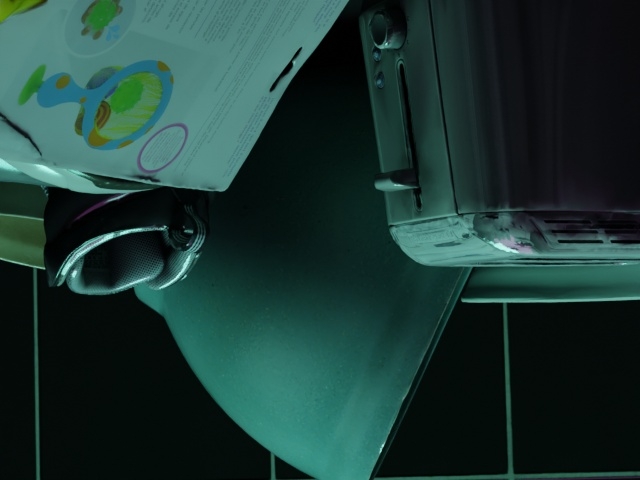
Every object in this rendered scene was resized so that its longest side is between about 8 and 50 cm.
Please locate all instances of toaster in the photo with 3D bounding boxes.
[{"bbox_3d":[0.128,-0.061,0.710,0.227,0.146,0.129,0,177,-28],"label":"toaster"}]

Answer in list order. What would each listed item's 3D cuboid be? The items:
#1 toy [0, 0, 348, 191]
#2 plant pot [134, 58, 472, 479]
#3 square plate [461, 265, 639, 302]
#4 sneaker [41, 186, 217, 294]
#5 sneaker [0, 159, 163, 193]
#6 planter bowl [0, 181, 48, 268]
[{"bbox_3d":[-0.081,-0.096,0.553,0.056,0.137,0.237,41,-164,22],"label":"toy"},{"bbox_3d":[0.000,0.000,0.913,0.196,0.293,0.293,25,180,7],"label":"plant pot"},{"bbox_3d":[0.301,-0.054,0.861,0.344,0.049,0.347,-26,-172,-27],"label":"square plate"},{"bbox_3d":[-0.148,-0.044,0.799,0.101,0.153,0.269,2,175,-41],"label":"sneaker"},{"bbox_3d":[-0.206,-0.066,0.621,0.178,0.123,0.295,-11,163,40],"label":"sneaker"},{"bbox_3d":[-0.181,-0.046,0.978,0.162,0.109,0.162,7,166,2],"label":"planter bowl"}]
